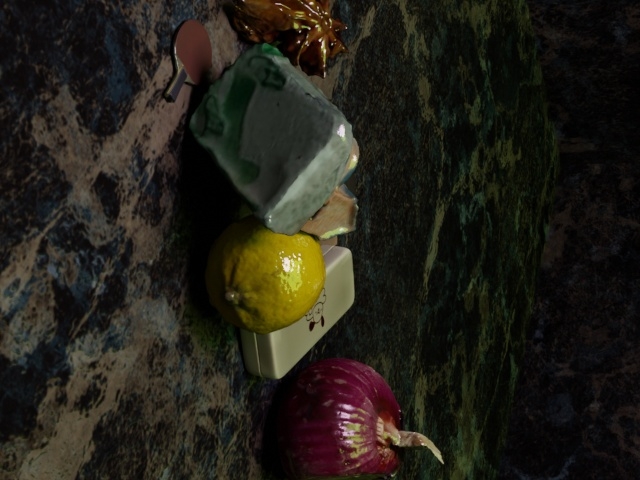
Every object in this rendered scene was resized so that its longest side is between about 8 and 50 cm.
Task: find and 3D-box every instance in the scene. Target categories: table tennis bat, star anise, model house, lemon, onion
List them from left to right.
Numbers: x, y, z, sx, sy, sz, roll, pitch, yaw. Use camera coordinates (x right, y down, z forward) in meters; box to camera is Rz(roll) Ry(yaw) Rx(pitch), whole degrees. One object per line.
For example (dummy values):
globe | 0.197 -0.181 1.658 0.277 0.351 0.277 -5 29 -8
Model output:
table tennis bat | -0.209 -0.278 1.330 0.095 0.014 0.158 61 38 -46
lemon | -0.089 0.051 1.376 0.231 0.192 0.192 -34 121 -62
star anise | -0.059 -0.339 1.490 0.237 0.148 0.347 -11 104 -40
model house | -0.009 -0.132 1.377 0.194 0.267 0.325 -48 146 12
onion | 0.030 0.337 1.585 0.230 0.272 0.256 50 12 -45

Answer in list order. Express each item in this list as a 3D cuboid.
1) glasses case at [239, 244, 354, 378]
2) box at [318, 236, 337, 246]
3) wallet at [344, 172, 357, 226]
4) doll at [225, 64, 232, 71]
glasses case | -0.036 0.125 1.586 0.313 0.070 0.131 -39 131 -52
box | 0.000 0.000 1.727 0.115 0.025 0.048 -29 121 -59
wallet | -0.002 -0.115 1.677 0.309 0.042 0.165 23 57 -61
doll | -0.141 -0.255 1.423 0.076 0.050 0.083 79 24 -58
